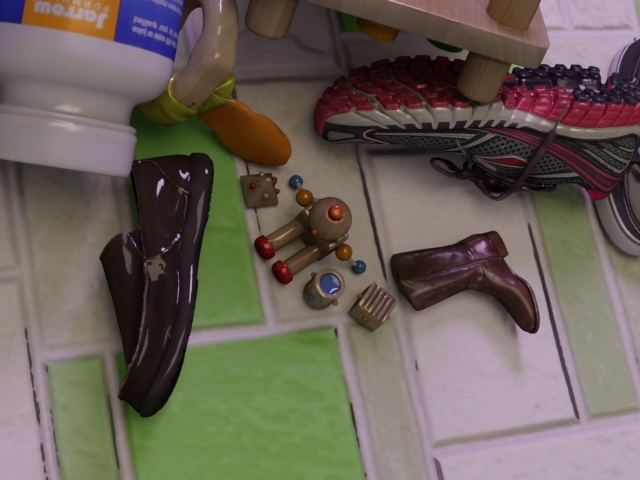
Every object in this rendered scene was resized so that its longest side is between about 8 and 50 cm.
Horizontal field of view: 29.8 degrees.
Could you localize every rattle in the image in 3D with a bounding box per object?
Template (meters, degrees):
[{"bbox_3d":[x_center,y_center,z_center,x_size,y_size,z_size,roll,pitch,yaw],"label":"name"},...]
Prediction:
[{"bbox_3d":[-0.091,-0.177,1.024,0.143,0.130,0.199,9,43,-29],"label":"rattle"}]

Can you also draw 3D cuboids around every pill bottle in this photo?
[{"bbox_3d":[-0.177,-0.188,0.898,0.152,0.152,0.272,9,91,-18],"label":"pill bottle"}]

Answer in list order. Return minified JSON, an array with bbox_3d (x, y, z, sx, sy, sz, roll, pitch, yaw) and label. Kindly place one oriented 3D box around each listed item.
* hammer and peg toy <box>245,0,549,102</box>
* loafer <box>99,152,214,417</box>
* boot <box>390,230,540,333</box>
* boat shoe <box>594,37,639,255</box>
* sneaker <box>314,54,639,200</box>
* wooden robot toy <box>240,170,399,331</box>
[{"bbox_3d":[0.054,-0.277,1.058,0.266,0.127,0.361,15,36,-10],"label":"hammer and peg toy"},{"bbox_3d":[-0.135,0.030,0.936,0.078,0.080,0.220,10,63,-7],"label":"loafer"},{"bbox_3d":[0.123,0.047,1.042,0.114,0.037,0.106,-14,64,-28],"label":"boot"},{"bbox_3d":[0.317,-0.100,1.147,0.080,0.076,0.228,18,66,-14],"label":"boat shoe"},{"bbox_3d":[0.142,-0.092,1.064,0.299,0.112,0.121,4,27,-9],"label":"sneaker"},{"bbox_3d":[0.000,0.000,0.989,0.076,0.079,0.173,-35,86,-27],"label":"wooden robot toy"}]
